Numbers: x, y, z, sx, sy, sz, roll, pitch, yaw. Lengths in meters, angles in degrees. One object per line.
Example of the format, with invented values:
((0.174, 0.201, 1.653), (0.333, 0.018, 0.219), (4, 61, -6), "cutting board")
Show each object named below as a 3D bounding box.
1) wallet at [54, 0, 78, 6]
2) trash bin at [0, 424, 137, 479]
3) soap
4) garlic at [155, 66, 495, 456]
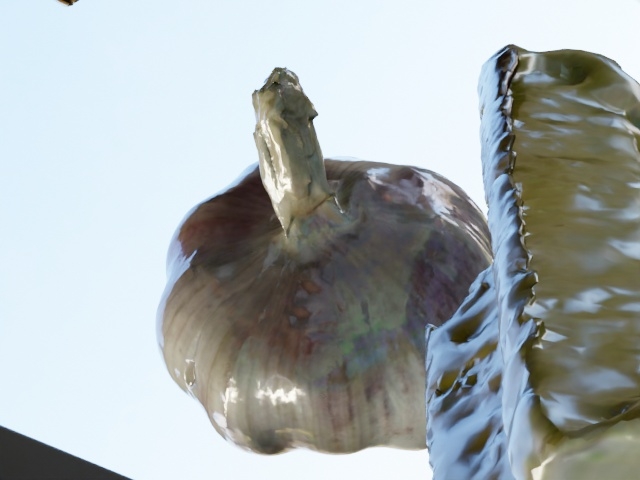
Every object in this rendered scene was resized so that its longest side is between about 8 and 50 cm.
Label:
((-0.155, -0.249, 0.996), (0.161, 0.042, 0.195), (29, -69, -37), "wallet")
((-0.280, 0.225, 1.350), (0.165, 0.226, 0.115), (-30, -48, -66), "trash bin")
((0.192, 0.059, 0.537), (0.338, 0.305, 0.169), (-81, 5, -68), "soap")
((0.000, 0.000, 1.093), (0.245, 0.245, 0.253), (-43, -42, -36), "garlic")
